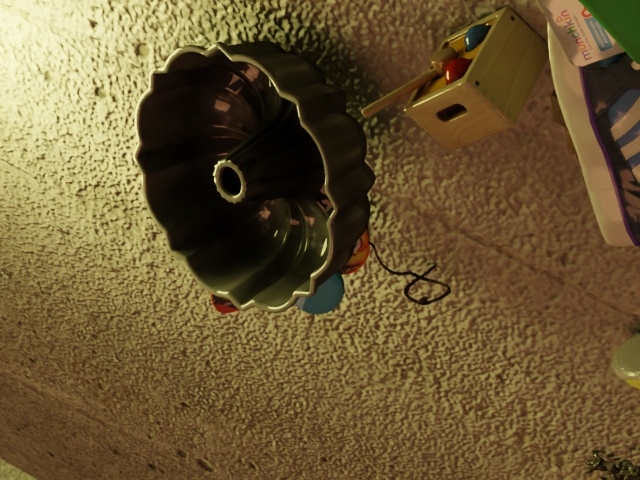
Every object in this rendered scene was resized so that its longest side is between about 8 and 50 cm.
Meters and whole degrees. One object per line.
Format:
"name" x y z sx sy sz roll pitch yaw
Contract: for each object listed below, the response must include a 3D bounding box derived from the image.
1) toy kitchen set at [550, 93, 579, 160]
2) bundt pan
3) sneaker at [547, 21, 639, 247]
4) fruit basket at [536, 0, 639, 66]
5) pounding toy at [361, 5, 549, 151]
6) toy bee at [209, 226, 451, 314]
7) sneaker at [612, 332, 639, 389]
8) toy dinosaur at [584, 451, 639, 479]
"toy kitchen set" 0.290 -0.138 1.736 0.068 0.075 0.083 -125 24 -73
"bundt pan" -0.066 -0.088 1.934 0.330 0.124 0.331 22 124 36
"sneaker" 0.365 -0.138 1.599 0.236 0.130 0.323 -9 121 20
"fruit basket" 0.272 -0.336 1.292 0.327 0.165 0.353 -20 110 28
"pounding toy" 0.141 -0.165 1.712 0.100 0.130 0.141 41 149 -19
"toy bee" 0.000 0.000 2.107 0.195 0.298 0.162 -134 35 -59
"sneaker" 0.478 0.175 1.992 0.240 0.091 0.126 1 141 39
"toy dinosaur" 0.449 0.350 2.331 0.118 0.064 0.268 37 146 -22
